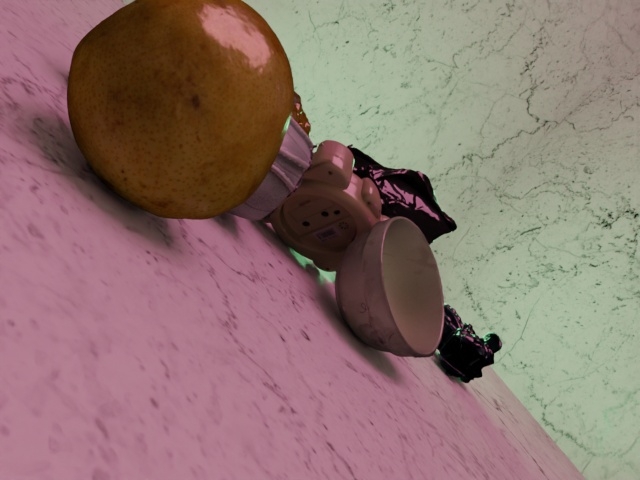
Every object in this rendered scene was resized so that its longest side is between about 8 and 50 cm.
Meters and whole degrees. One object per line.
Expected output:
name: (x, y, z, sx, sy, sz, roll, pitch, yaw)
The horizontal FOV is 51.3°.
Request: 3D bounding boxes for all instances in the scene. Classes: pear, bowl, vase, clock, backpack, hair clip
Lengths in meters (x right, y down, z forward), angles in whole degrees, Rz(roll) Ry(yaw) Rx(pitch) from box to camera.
pear: (-0.188, -0.175, 0.911, 0.304, 0.304, 0.304, 45, 7, -7)
bowl: (0.143, 0.107, 1.458, 0.307, 0.163, 0.306, 24, 60, -53)
vase: (-0.239, -0.236, 1.262, 0.445, 0.250, 0.250, 38, 9, -19)
clock: (0.012, -0.065, 1.572, 0.309, 0.284, 0.114, 46, 38, -30)
backpack: (0.180, -0.117, 1.956, 0.446, 0.254, 0.363, 26, 13, -19)
hair clip: (0.458, 0.339, 2.180, 0.206, 0.194, 0.310, 36, 11, -19)

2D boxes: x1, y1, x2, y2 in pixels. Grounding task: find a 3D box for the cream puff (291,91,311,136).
cream puff: (-0.183, -0.335, 1.905, 0.275, 0.269, 0.323, 16, 33, -38)
